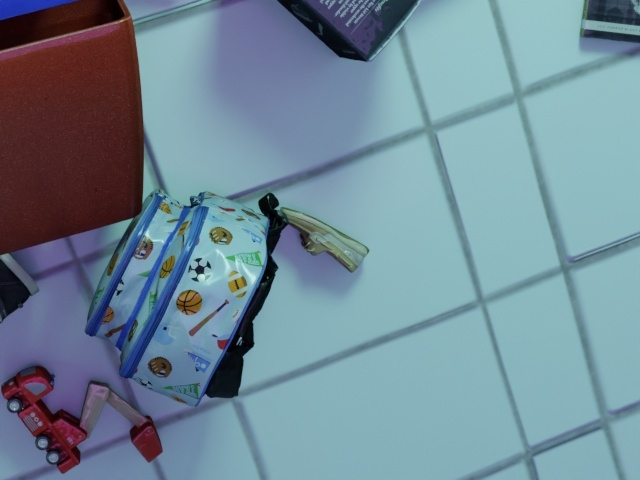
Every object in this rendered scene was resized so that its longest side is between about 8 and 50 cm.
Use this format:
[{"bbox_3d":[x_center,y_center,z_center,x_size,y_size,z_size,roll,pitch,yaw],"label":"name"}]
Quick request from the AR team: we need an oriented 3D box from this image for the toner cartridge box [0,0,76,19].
[{"bbox_3d":[-0.411,-0.304,1.207,0.347,0.075,0.165,-18,117,-18],"label":"toner cartridge box"}]

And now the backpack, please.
[{"bbox_3d":[-0.159,0.065,1.380,0.213,0.263,0.277,19,98,-15],"label":"backpack"}]

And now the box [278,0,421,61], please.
[{"bbox_3d":[0.003,-0.324,1.395,0.207,0.153,0.108,40,90,-17],"label":"box"}]

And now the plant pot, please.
[{"bbox_3d":[-0.328,-0.139,1.320,0.267,0.267,0.236,-17,116,-8],"label":"plant pot"}]

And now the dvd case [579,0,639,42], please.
[{"bbox_3d":[0.442,-0.378,1.547,0.164,0.018,0.221,3,100,-14],"label":"dvd case"}]

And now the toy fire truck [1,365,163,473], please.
[{"bbox_3d":[-0.308,0.229,1.493,0.135,0.047,0.192,-33,105,-4],"label":"toy fire truck"}]

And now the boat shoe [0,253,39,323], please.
[{"bbox_3d":[-0.448,0.001,1.395,0.079,0.084,0.233,-43,108,-13],"label":"boat shoe"}]

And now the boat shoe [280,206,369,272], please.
[{"bbox_3d":[0.000,0.000,1.511,0.135,0.050,0.045,28,89,-16],"label":"boat shoe"}]
